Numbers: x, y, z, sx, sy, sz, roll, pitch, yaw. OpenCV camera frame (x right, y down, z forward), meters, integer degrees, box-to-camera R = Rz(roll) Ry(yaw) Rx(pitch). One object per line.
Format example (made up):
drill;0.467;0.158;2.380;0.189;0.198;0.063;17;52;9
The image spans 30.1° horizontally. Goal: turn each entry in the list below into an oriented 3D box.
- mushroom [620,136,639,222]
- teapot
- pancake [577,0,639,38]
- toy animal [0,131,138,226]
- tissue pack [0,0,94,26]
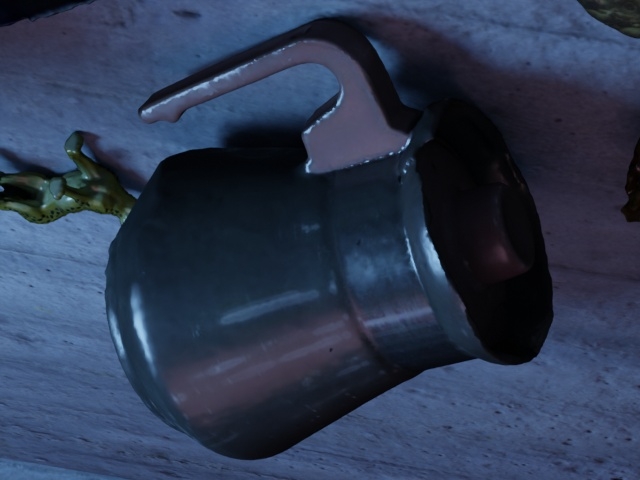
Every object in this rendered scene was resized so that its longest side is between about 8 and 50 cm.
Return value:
mushroom;0.451;0.027;1.047;0.334;0.356;0.331;-21;161;-25
teapot;0.000;0.000;1.081;0.361;0.305;0.376;-17;115;26
pancake;0.261;-0.203;0.840;0.199;0.021;0.199;7;152;4
toy animal;-0.282;-0.044;1.271;0.181;0.073;0.136;-9;155;25
tissue pack;-0.284;-0.248;0.819;0.332;0.123;0.245;-10;149;33
